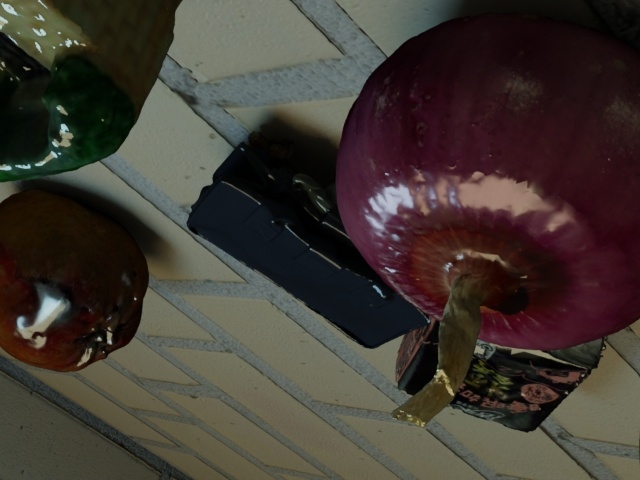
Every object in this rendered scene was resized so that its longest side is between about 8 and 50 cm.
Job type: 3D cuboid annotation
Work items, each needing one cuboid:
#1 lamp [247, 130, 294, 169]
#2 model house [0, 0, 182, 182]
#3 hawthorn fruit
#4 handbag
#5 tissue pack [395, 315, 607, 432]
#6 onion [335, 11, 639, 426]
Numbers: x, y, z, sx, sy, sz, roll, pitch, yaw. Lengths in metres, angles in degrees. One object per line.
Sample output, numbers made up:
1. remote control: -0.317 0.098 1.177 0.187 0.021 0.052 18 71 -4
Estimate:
1. lamp: -0.067 -0.115 1.573 0.063 0.031 0.083 27 162 1
2. model house: -0.379 -0.267 1.181 0.382 0.334 0.342 -1 149 30
3. hawthorn fruit: -0.450 0.060 2.066 0.308 0.324 0.308 -19 166 -5
4. handbag: 0.000 0.000 1.568 0.326 0.118 0.269 33 160 -10
5. tissue pack: 0.247 0.156 1.723 0.245 0.123 0.332 19 154 2
6. onion: 0.191 -0.034 1.133 0.358 0.345 0.358 -4 134 -4
